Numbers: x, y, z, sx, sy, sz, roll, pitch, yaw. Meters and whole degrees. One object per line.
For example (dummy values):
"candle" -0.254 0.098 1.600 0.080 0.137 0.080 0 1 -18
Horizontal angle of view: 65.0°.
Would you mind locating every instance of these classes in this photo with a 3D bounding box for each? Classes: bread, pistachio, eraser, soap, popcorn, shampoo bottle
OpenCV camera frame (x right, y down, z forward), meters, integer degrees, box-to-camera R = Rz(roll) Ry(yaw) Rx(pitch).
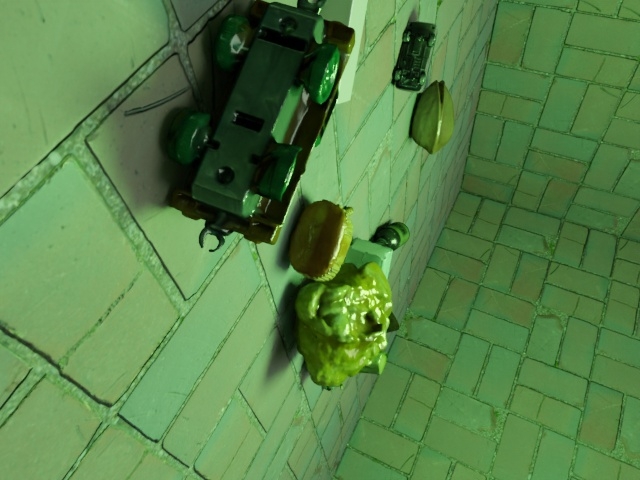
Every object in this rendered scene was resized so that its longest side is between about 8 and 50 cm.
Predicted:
"bread" 0.000 0.000 1.207 0.114 0.132 0.191 32 75 -71
"pistachio" 0.428 -0.461 1.889 0.213 0.162 0.261 -99 -175 -47
"eraser" 0.038 -0.427 0.984 0.078 0.076 0.298 -38 143 -57
"soap" 0.149 0.122 1.701 0.094 0.150 0.261 -52 153 -50
"popcorn" 0.052 0.214 1.426 0.293 0.292 0.334 -30 -173 27
"shampoo bottle" 0.275 -0.007 1.994 0.284 0.101 0.101 -23 130 -64

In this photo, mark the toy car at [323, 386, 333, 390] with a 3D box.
"toy car" 0.061 0.497 1.936 0.090 0.076 0.224 -53 154 -44

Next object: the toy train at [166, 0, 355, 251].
"toy train" -0.080 -0.177 0.783 0.249 0.178 0.429 58 53 -80

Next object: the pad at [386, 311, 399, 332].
"pad" 0.149 0.231 1.638 0.002 0.176 0.266 -31 179 -30

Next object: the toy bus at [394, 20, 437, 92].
"toy bus" 0.292 -0.552 1.529 0.108 0.096 0.199 -27 130 -69

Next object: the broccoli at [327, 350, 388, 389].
"broccoli" 0.101 0.361 1.661 0.247 0.243 0.263 5 96 -65

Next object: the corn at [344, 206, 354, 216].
"corn" 0.075 -0.082 1.493 0.083 0.028 0.027 -35 146 -53
